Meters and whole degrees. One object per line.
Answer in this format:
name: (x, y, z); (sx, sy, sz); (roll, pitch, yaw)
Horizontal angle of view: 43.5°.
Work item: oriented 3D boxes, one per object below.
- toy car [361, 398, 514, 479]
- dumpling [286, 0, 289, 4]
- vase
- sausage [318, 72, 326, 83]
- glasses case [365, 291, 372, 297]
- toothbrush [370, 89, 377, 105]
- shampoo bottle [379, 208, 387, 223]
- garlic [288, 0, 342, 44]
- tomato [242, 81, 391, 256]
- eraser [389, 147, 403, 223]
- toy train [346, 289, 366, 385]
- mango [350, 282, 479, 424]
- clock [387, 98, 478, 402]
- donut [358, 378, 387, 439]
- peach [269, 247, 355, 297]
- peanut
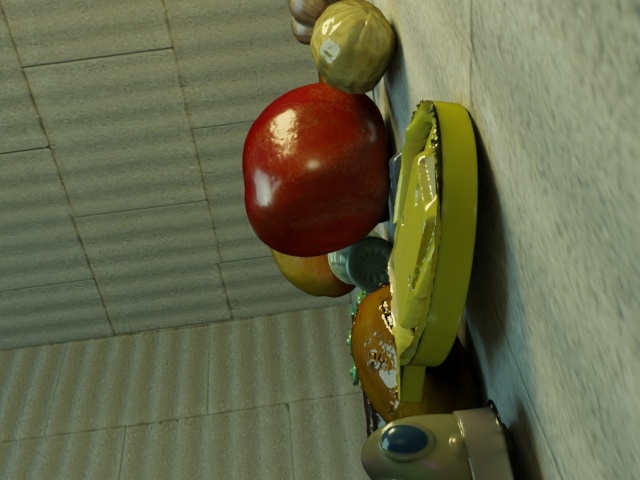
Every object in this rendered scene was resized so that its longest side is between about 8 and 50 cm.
toy car: (0.093, 0.326, 0.809); (0.336, 0.226, 0.242); (80, -178, -62)
dumpling: (-0.012, -0.724, 2.217); (0.243, 0.175, 0.227); (143, 150, -74)
vase: (0.097, 0.043, 1.742); (0.299, 0.143, 0.143); (-135, 37, -86)
sausage: (0.038, -0.494, 2.060); (0.112, 0.112, 0.329); (86, 179, -83)
glasses case: (0.143, 0.167, 1.862); (0.282, 0.067, 0.109); (-103, 7, -69)
toothbrush: (0.115, -0.267, 1.653); (0.017, 0.014, 0.162); (170, 93, -71)
shampoo bottle: (0.109, -0.154, 1.760); (0.087, 0.049, 0.234); (123, 139, -86)
garlic: (0.003, -0.548, 1.823); (0.214, 0.160, 0.191); (79, 178, -49)
tomato: (-0.005, -0.128, 1.531); (0.325, 0.289, 0.293); (103, 160, -71)
eraser: (0.137, -0.036, 1.239); (0.082, 0.036, 0.225); (-85, -13, -84)
toy train: (0.130, 0.254, 2.120); (0.298, 0.120, 0.194); (83, -176, -51)
mango: (0.121, 0.157, 0.995); (0.151, 0.156, 0.249); (-53, 39, 20)
clock: (0.125, -0.003, 0.850); (0.294, 0.071, 0.277); (96, 177, -46)
donut: (0.137, 0.318, 1.245); (0.345, 0.136, 0.260); (-29, -65, -89)
peach: (0.002, -0.001, 2.327); (0.372, 0.289, 0.373); (36, 144, 32)
peanut: (0.056, -0.319, 1.328); (0.305, 0.146, 0.147); (-44, -54, -85)
